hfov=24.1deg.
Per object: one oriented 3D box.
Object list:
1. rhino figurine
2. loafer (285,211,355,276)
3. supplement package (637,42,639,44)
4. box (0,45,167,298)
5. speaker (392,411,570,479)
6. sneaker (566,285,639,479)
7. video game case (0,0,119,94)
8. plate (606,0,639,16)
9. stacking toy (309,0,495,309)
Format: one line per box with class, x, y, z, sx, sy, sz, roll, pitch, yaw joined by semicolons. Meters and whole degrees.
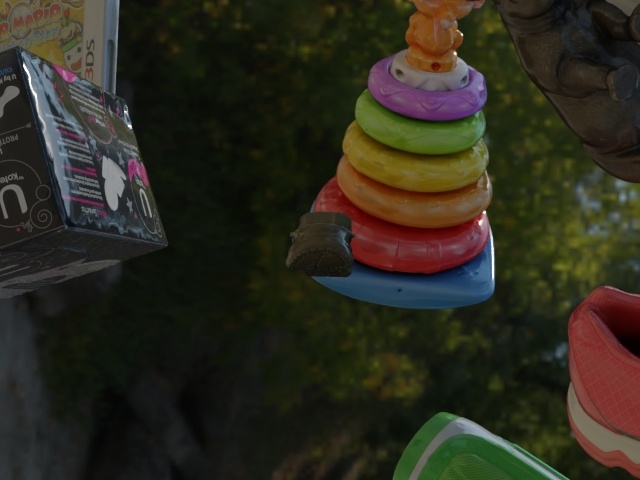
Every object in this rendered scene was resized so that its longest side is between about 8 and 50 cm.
rhino figurine;0.170;-0.121;0.962;0.073;0.243;0.106;-53;-151;-13
loafer;0.000;0.000;1.202;0.148;0.056;0.050;91;-3;-82
supplement package;0.370;-0.233;1.593;0.179;0.105;0.105;44;-56;49
box;-0.244;-0.040;1.172;0.247;0.163;0.142;22;51;-78
speaker;0.228;0.313;1.661;0.131;0.296;0.131;-42;151;-30
sneaker;0.290;0.107;0.945;0.116;0.314;0.136;-54;140;-33
video game case;-0.305;-0.162;1.596;0.026;0.227;0.206;1;93;-52
plate;0.299;-0.230;0.959;0.277;0.278;0.045;-63;167;25
stacking toy;0.087;-0.105;1.317;0.165;0.175;0.301;-84;-179;-59
